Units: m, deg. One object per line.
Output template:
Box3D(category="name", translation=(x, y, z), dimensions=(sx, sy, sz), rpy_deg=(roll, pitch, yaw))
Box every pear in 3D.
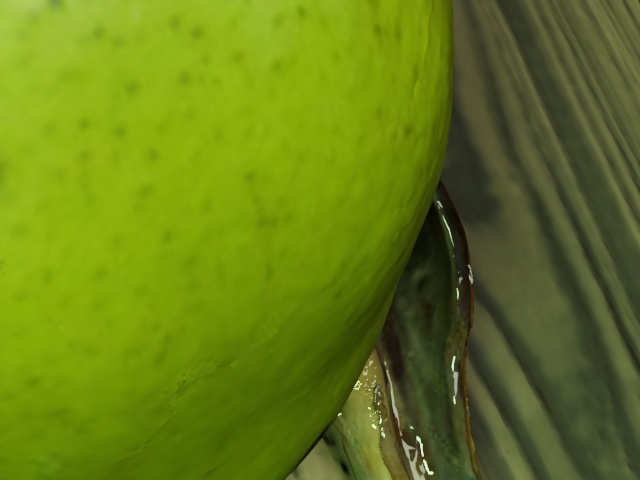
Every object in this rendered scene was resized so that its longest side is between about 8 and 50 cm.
Box3D(category="pear", translation=(-0.108, -0.049, 0.422), dimensions=(0.294, 0.294, 0.294), rpy_deg=(13, 57, -22))

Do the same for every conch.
Box3D(category="conch", translation=(0.000, -0.004, 0.594), dimensions=(0.086, 0.080, 0.233), rpy_deg=(-36, 104, -6))
